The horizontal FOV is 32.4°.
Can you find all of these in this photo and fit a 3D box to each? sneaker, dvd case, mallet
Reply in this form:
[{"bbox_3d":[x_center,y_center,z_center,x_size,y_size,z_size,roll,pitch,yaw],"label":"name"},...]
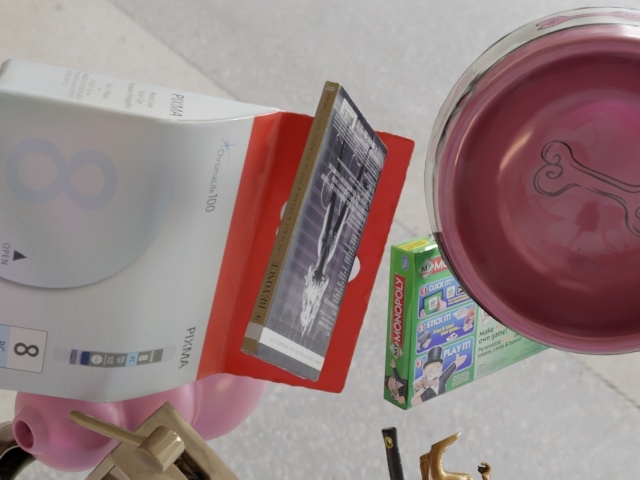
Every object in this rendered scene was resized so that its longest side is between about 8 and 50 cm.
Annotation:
[{"bbox_3d":[-0.403,0.281,1.265,0.071,0.066,0.188,21,53,41],"label":"sneaker"},{"bbox_3d":[0.000,0.000,0.915,0.018,0.164,0.221,14,80,19],"label":"dvd case"},{"bbox_3d":[0.100,0.301,1.220,0.062,0.190,0.039,0,8,29],"label":"mallet"}]

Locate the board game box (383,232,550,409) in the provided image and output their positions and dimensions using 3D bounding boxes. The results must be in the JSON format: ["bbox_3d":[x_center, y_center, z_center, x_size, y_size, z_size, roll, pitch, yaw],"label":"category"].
[{"bbox_3d":[0.214,0.078,1.468,0.317,0.214,0.046,-15,24,-39],"label":"board game box"}]

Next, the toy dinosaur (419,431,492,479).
[{"bbox_3d":[0.114,0.228,0.932,0.211,0.064,0.112,-5,62,-46],"label":"toy dinosaur"}]

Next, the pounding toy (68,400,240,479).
[{"bbox_3d":[-0.157,0.212,1.087,0.181,0.206,0.094,47,57,3],"label":"pounding toy"}]

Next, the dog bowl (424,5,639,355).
[{"bbox_3d":[0.306,-0.055,1.219,0.407,0.408,0.150,11,11,11],"label":"dog bowl"}]

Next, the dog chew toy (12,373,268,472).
[{"bbox_3d":[-0.211,0.162,1.283,0.206,0.207,0.331,34,34,27],"label":"dog chew toy"}]

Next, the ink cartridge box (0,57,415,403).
[{"bbox_3d":[-0.128,0.019,1.036,0.384,0.308,0.091,10,28,-9],"label":"ink cartridge box"}]
